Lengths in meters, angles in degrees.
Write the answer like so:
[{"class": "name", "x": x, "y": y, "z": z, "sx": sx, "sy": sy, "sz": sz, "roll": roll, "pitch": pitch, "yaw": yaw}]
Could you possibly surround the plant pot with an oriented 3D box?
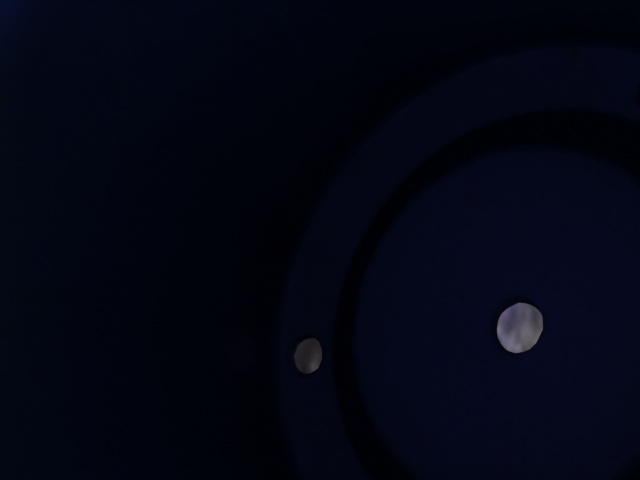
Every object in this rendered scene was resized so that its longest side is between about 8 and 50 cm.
[{"class": "plant pot", "x": 0.000, "y": 0.000, "z": 0.362, "sx": 0.255, "sy": 0.271, "sz": 0.272, "roll": 23, "pitch": 66, "yaw": -59}]
